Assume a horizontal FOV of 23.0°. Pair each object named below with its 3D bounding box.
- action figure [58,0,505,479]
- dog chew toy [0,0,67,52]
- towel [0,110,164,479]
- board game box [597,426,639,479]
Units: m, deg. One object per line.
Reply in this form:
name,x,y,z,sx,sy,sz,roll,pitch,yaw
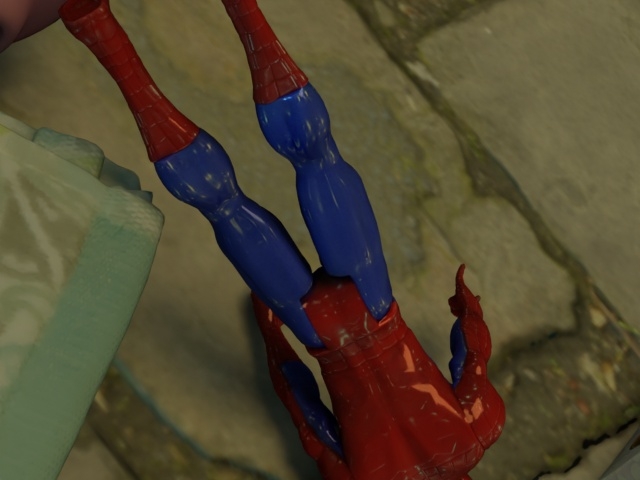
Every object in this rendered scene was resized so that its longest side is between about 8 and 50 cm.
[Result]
action figure,0.000,0.000,0.650,0.280,0.091,0.139,62,8,-21
dog chew toy,-0.162,-0.226,0.674,0.206,0.206,0.332,8,61,-33
towel,-0.238,0.043,0.468,0.320,0.090,0.374,29,43,-10
board game box,0.332,0.147,0.822,0.318,0.066,0.318,46,42,4
